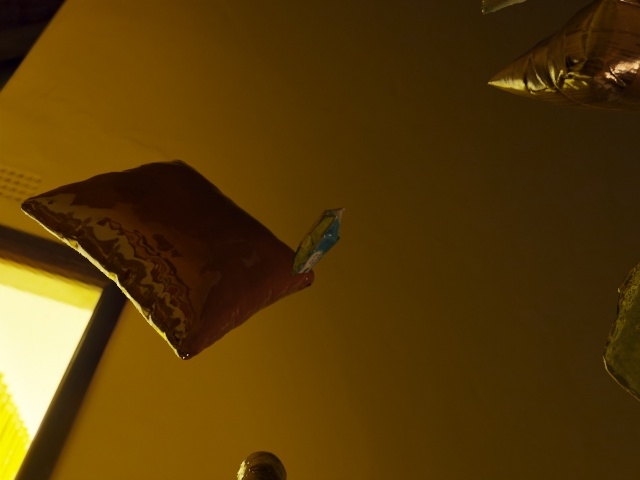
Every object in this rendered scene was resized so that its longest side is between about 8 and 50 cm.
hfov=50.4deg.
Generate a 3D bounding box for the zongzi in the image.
[{"bbox_3d":[0.440,-0.251,1.020,0.274,0.145,0.300,8,-3,-15],"label":"zongzi"}]

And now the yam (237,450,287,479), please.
[{"bbox_3d":[-0.065,0.263,0.676,0.061,0.061,0.253,15,-5,0],"label":"yam"}]

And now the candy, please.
[{"bbox_3d":[0.000,-0.001,0.841,0.038,0.136,0.088,34,-80,1],"label":"candy"}]

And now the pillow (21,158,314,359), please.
[{"bbox_3d":[-0.192,0.001,0.934,0.308,0.305,0.108,40,-60,14],"label":"pillow"}]

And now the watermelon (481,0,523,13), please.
[{"bbox_3d":[0.287,-0.426,0.981,0.154,0.094,0.241,-5,-8,24],"label":"watermelon"}]

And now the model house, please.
[{"bbox_3d":[0.356,0.090,0.651,0.152,0.165,0.106,7,10,-43],"label":"model house"}]
